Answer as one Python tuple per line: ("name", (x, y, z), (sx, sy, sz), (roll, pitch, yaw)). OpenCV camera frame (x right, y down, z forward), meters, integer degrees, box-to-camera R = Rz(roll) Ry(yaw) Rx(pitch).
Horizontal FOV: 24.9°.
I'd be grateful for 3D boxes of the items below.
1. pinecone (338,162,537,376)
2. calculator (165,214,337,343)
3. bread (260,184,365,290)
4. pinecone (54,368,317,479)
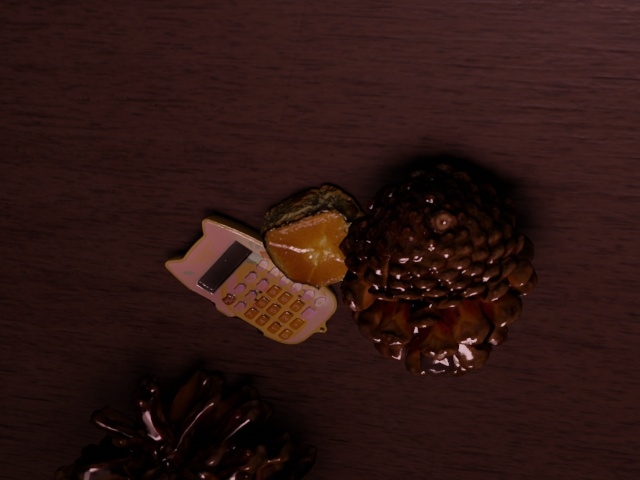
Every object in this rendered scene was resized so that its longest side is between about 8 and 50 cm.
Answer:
("pinecone", (0.147, 0.059, 1.777), (0.246, 0.246, 0.292), (6, 148, 15))
("calculator", (-0.087, 0.058, 1.994), (0.236, 0.033, 0.157), (35, 130, -13))
("bread", (0.000, 0.000, 1.888), (0.140, 0.069, 0.128), (-21, 119, 28))
("pinecone", (-0.188, 0.362, 2.064), (0.398, 0.398, 0.398), (10, 130, 12))
